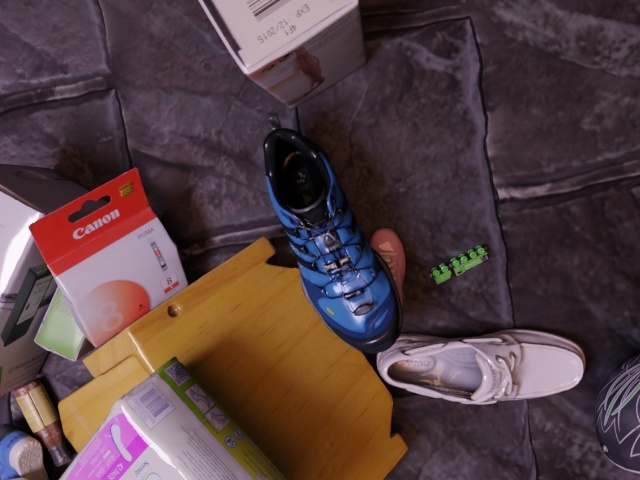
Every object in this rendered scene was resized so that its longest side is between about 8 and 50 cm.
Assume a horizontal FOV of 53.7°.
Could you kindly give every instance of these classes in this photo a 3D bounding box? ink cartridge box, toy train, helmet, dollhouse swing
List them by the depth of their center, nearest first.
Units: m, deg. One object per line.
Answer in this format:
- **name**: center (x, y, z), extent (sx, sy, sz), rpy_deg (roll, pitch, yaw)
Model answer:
- **ink cartridge box**: center (-0.245, 0.023, 0.764), extent (0.145, 0.179, 0.045), rpy_deg (-36, 50, -29)
- **helmet**: center (0.430, 0.216, 0.780), extent (0.161, 0.169, 0.169), rpy_deg (29, 97, -14)
- **ink cartridge box**: center (-0.409, 0.057, 0.812), extent (0.121, 0.211, 0.289), rpy_deg (28, 97, 2)
- **ink cartridge box**: center (-0.294, 0.046, 0.853), extent (0.062, 0.109, 0.209), rpy_deg (26, 97, 1)
- **toy train**: center (0.189, 0.033, 0.856), extent (0.083, 0.017, 0.024), rpy_deg (-27, 102, 7)
- **dollhouse swing**: center (-0.137, 0.246, 0.884), extent (0.315, 0.305, 0.347), rpy_deg (-36, 91, -34)

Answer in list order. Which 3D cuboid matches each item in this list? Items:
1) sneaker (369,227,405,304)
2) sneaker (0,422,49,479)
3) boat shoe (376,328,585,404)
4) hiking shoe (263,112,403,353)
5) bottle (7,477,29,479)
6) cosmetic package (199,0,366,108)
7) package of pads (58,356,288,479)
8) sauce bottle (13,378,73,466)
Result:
- **sneaker**: center (0.088, 0.052, 0.840), extent (0.051, 0.070, 0.134), rpy_deg (1, 94, 7)
- **sneaker**: center (-0.447, 0.335, 0.923), extent (0.084, 0.058, 0.152), rpy_deg (23, 121, 27)
- **boat shoe**: center (0.213, 0.173, 0.827), extent (0.277, 0.096, 0.098), rpy_deg (-2, 95, 5)
- **hiking shoe**: center (0.000, 0.000, 0.776), extent (0.113, 0.132, 0.304), rpy_deg (-29, 74, 8)
- **bottle**: center (-0.392, 0.469, 0.878), extent (0.092, 0.118, 0.283), rpy_deg (-14, 104, -9)
- **cosmetic package**: center (-0.039, -0.255, 0.709), extent (0.129, 0.296, 0.153), rpy_deg (-31, 91, 8)
- **package of pads**: center (-0.170, 0.303, 0.702), extent (0.229, 0.101, 0.296), rpy_deg (45, 126, 7)
- **sauce bottle**: center (-0.400, 0.265, 0.917), extent (0.042, 0.042, 0.128), rpy_deg (-23, 92, 7)
